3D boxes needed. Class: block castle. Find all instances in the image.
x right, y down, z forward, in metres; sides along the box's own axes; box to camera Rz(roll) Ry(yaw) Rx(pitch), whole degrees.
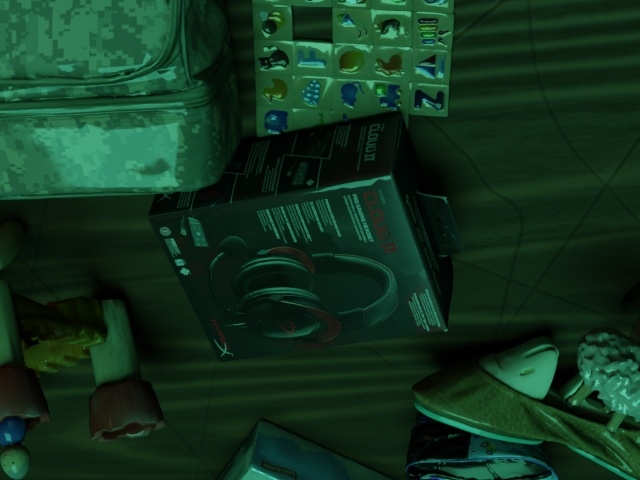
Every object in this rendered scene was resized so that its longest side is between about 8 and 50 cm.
[{"bbox_3d":[-0.435,0.214,1.572,0.453,0.212,0.303,-20,163,22],"label":"block castle"}]

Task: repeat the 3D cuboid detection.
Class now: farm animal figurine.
[{"bbox_3d":[0.458,0.145,1.463,0.327,0.330,0.172,42,130,12],"label":"farm animal figurine"}]

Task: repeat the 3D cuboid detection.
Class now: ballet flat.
[{"bbox_3d":[0.278,0.181,1.592,0.342,0.116,0.124,20,107,-7],"label":"ballet flat"}]

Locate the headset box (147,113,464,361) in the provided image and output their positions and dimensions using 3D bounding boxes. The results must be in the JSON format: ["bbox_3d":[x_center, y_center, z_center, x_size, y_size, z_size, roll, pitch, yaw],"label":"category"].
[{"bbox_3d":[0.000,0.000,1.477,0.293,0.110,0.218,-9,128,17],"label":"headset box"}]

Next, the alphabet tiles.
[{"bbox_3d":[0.032,-0.165,1.418,0.198,0.009,0.237,4,128,6],"label":"alphabet tiles"}]

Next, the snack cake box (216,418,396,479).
[{"bbox_3d":[0.003,0.348,1.765,0.264,0.089,0.152,26,125,-12],"label":"snack cake box"}]

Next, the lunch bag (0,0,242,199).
[{"bbox_3d":[-0.237,-0.185,1.329,0.305,0.212,0.256,0,111,8],"label":"lunch bag"}]

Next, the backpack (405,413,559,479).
[{"bbox_3d":[0.198,0.280,1.664,0.173,0.117,0.158,-7,126,15],"label":"backpack"}]

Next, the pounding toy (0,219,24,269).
[{"bbox_3d":[-0.475,0.030,1.553,0.270,0.154,0.154,4,128,7],"label":"pounding toy"}]
